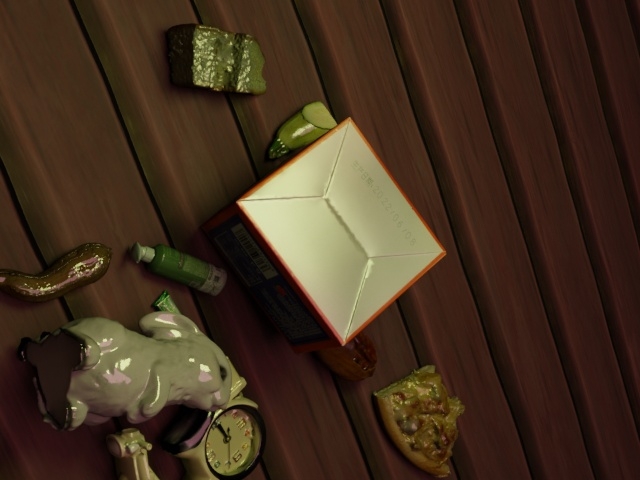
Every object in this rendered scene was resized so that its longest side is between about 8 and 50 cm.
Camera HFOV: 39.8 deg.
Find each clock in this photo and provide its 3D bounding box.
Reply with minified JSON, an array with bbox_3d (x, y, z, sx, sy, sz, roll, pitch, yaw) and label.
[{"bbox_3d":[-0.275,0.425,1.739,0.379,0.120,0.276,-42,117,-35],"label":"clock"}]

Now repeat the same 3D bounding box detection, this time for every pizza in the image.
[{"bbox_3d":[0.265,0.435,2.174,0.223,0.089,0.323,-49,119,-23],"label":"pizza"}]

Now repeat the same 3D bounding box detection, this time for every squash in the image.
[{"bbox_3d":[-0.040,-0.241,1.934,0.200,0.075,0.090,-35,94,-32],"label":"squash"}]

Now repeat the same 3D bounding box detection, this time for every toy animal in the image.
[{"bbox_3d":[-0.333,0.230,1.608,0.357,0.258,0.194,3,120,-44],"label":"toy animal"}]

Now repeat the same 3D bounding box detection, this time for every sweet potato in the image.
[{"bbox_3d":[-0.484,0.065,1.603,0.233,0.062,0.081,-19,86,-33],"label":"sweet potato"}]

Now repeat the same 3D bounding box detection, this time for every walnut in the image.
[{"bbox_3d":[0.059,0.249,1.995,0.207,0.116,0.116,47,63,-28],"label":"walnut"}]

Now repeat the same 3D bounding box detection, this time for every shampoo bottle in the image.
[{"bbox_3d":[-0.284,0.053,1.754,0.204,0.065,0.065,25,75,-35],"label":"shampoo bottle"}]

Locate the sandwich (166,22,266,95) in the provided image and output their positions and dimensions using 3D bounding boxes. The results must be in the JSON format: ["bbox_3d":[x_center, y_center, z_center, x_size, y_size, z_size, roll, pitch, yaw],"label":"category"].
[{"bbox_3d":[-0.185,-0.360,1.792,0.236,0.128,0.122,1,98,-37],"label":"sandwich"}]

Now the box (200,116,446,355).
[{"bbox_3d":[0.000,0.000,1.800,0.318,0.257,0.348,-41,97,-27],"label":"box"}]

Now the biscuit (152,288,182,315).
[{"bbox_3d":[-0.301,0.146,1.771,0.046,0.016,0.089,-43,115,-31],"label":"biscuit"}]
